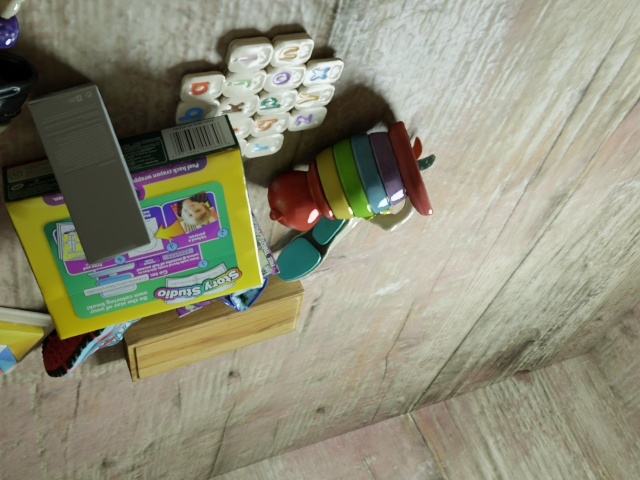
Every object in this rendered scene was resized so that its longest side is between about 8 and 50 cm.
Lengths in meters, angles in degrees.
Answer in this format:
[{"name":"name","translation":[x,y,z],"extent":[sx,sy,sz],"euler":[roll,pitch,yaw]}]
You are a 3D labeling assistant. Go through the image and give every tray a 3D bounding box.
[{"name":"tray","translation":[-0.245,0.198,2.102],"extent":[0.411,0.076,0.203],"euler":[-17,153,-17]}]

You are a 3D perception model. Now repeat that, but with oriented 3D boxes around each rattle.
[{"name":"rattle","translation":[0.168,-0.120,1.876],"extent":[0.143,0.130,0.199],"euler":[4,116,-62]}]

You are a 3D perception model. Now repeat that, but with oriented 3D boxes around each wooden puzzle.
[{"name":"wooden puzzle","translation":[-0.651,0.203,1.800],"extent":[0.221,0.044,0.239],"euler":[-40,150,28]}]

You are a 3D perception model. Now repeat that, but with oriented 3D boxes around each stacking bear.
[{"name":"stacking bear","translation":[0.041,-0.104,1.707],"extent":[0.289,0.175,0.164],"euler":[-18,132,7]}]

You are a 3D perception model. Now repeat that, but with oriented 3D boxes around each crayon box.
[{"name":"crayon box","translation":[-0.295,-0.017,1.510],"extent":[0.363,0.106,0.313],"euler":[-14,135,-9]}]

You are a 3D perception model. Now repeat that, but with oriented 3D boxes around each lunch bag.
[{"name":"lunch bag","translation":[-0.168,0.056,1.843],"extent":[0.096,0.129,0.151],"euler":[-11,152,-16]}]

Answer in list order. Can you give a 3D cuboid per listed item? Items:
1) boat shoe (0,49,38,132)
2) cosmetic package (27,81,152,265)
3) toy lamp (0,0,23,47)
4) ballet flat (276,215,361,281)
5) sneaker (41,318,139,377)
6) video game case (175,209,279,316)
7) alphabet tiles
[{"name":"boat shoe","translation":[-0.471,-0.220,1.085],"extent":[0.113,0.127,0.340],"euler":[-35,154,17]},{"name":"cosmetic package","translation":[-0.324,-0.097,1.293],"extent":[0.107,0.238,0.127],"euler":[-17,-166,-12]},{"name":"toy lamp","translation":[-0.314,-0.339,1.059],"extent":[0.275,0.080,0.080],"euler":[-38,151,30]},{"name":"ballet flat","translation":[0.000,0.000,1.949],"extent":[0.086,0.086,0.248],"euler":[7,139,-47]},{"name":"sneaker","translation":[-0.467,0.204,1.892],"extent":[0.262,0.104,0.125],"euler":[-38,153,25]},{"name":"video game case","translation":[-0.212,0.003,1.672],"extent":[0.210,0.042,0.232],"euler":[-23,119,-2]},{"name":"alphabet tiles","translation":[-0.105,-0.228,1.497],"extent":[0.278,0.021,0.284],"euler":[-13,151,-24]}]
